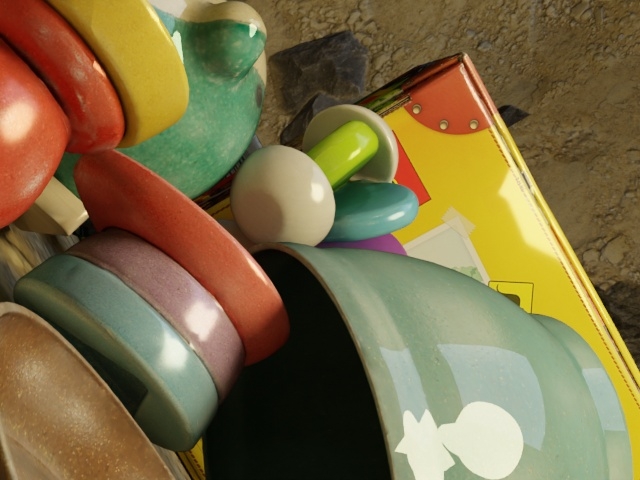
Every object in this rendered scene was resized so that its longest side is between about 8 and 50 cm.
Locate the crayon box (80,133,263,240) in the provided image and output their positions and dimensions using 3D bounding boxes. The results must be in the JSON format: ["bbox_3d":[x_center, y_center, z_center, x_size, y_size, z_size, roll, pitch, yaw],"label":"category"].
[{"bbox_3d":[-0.199,-0.145,1.149,0.318,0.202,0.081,63,-5,-28],"label":"crayon box"}]

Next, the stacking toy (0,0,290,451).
[{"bbox_3d":[-0.175,-0.020,0.642,0.280,0.130,0.309,22,-31,38],"label":"stacking toy"}]

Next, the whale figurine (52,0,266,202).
[{"bbox_3d":[-0.140,-0.104,0.746,0.272,0.216,0.141,49,44,-68],"label":"whale figurine"}]

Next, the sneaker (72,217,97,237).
[{"bbox_3d":[-0.246,-0.109,1.010,0.261,0.104,0.125,57,-27,17],"label":"sneaker"}]

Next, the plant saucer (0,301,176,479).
[{"bbox_3d":[-0.054,0.166,0.431,0.310,0.050,0.310,60,-4,7],"label":"plant saucer"}]

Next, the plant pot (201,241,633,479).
[{"bbox_3d":[0.066,0.140,0.751,0.293,0.196,0.293,176,-90,-66],"label":"plant pot"}]

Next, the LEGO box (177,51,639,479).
[{"bbox_3d":[0.071,0.142,1.087,0.500,0.373,0.193,61,-4,-7],"label":"LEGO box"}]

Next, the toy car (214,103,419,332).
[{"bbox_3d":[0.000,0.000,0.864,0.136,0.182,0.159,43,34,7],"label":"toy car"}]
